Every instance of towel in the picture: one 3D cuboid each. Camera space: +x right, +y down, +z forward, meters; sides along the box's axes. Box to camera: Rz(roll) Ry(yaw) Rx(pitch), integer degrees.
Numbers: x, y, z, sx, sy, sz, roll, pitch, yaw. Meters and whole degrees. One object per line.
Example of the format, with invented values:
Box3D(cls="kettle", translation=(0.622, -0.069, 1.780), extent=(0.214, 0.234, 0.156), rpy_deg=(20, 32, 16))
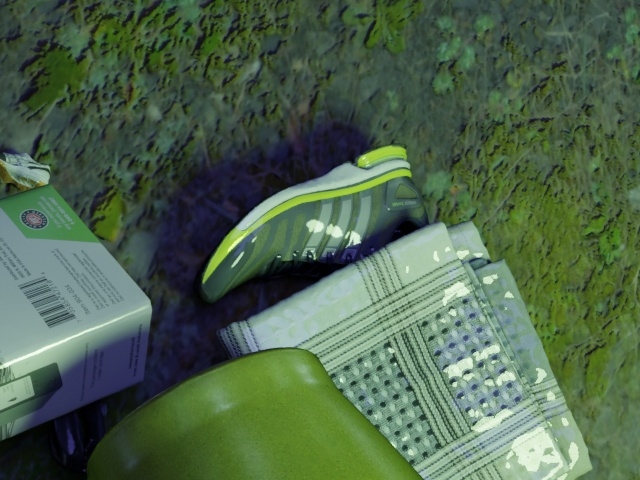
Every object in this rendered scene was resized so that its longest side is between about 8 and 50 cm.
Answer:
Box3D(cls="towel", translation=(0.099, 0.162, 1.512), extent=(0.324, 0.056, 0.312), rpy_deg=(-25, 86, -23))

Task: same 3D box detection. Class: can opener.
Box3D(cls="can opener", translation=(-0.240, 0.145, 1.446), extent=(0.059, 0.073, 0.186), rpy_deg=(2, 54, -18))

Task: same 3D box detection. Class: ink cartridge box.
Box3D(cls="ink cartridge box", translation=(-0.325, 0.080, 1.365), extent=(0.273, 0.115, 0.198), rpy_deg=(-21, 51, -32))

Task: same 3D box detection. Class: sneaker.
Box3D(cls="sneaker", translation=(-0.324, -0.079, 1.544), extent=(0.083, 0.032, 0.037), rpy_deg=(26, 46, -11))
Box3D(cls="sneaker", translation=(0.000, 0.000, 1.571), extent=(0.300, 0.111, 0.121), rpy_deg=(-28, 81, -26))

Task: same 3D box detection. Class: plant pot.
Box3D(cls="plant pot", translation=(-0.028, 0.297, 1.287), extent=(0.366, 0.366, 0.353), rpy_deg=(-18, 66, -25))
